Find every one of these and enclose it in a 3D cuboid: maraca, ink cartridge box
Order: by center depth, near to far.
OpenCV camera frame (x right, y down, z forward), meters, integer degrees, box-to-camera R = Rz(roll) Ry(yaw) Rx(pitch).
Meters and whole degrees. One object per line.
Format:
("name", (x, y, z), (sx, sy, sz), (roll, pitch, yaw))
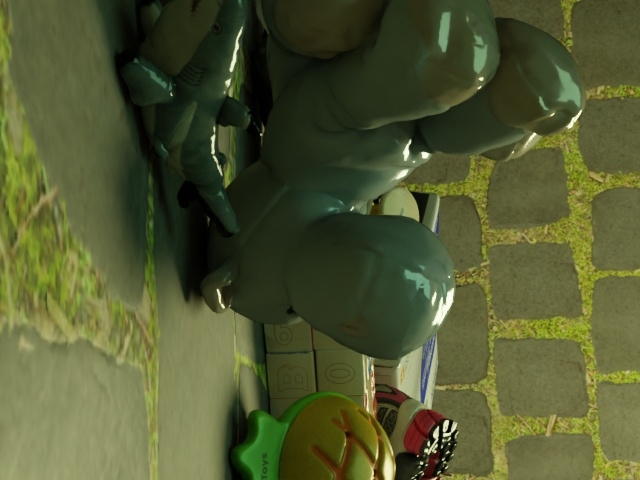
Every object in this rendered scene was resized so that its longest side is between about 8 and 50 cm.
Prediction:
("maraca", (-0.007, 0.183, 0.959), (0.185, 0.099, 0.127), (6, 77, -53))
("ink cartridge box", (0.096, 0.150, 1.489), (0.304, 0.072, 0.307), (-73, 166, -48))

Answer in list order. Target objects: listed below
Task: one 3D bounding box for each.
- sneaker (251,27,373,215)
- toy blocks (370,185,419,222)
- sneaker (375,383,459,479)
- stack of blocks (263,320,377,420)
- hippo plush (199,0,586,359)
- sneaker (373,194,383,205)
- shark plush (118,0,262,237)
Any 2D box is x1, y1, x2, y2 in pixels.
("sneaker", (-0.026, -0.110, 1.065), (0.124, 0.107, 0.283), (55, 27, -44))
("toy blocks", (0.000, 0.000, 1.122), (0.123, 0.148, 0.054), (-39, 112, -41))
("sneaker", (0.054, 0.283, 1.312), (0.121, 0.112, 0.299), (-21, 134, -52))
("stack of blocks", (0.006, 0.192, 1.128), (0.171, 0.087, 0.297), (-59, 146, -78))
("hippo plush", (0.000, -0.053, 0.793), (0.237, 0.294, 0.234), (-68, 160, 0))
("sneaker", (0.050, -0.113, 1.517), (0.234, 0.078, 0.106), (71, 19, -61))
("shark plush", (-0.065, -0.064, 0.685), (0.073, 0.067, 0.161), (-80, 166, -63))
